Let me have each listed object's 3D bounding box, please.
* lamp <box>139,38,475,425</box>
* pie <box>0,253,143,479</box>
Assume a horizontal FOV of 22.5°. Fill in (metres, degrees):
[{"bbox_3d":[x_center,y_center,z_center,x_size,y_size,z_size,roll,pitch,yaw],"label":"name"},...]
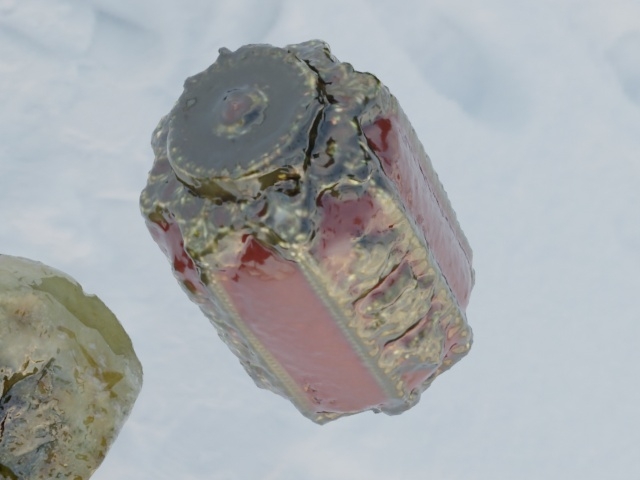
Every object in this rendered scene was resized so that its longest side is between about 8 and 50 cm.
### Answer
[{"bbox_3d":[0.000,0.000,1.003,0.177,0.177,0.274,-56,145,-20],"label":"lamp"},{"bbox_3d":[-0.209,0.107,0.902,0.185,0.052,0.218,30,82,-26],"label":"pie"}]
